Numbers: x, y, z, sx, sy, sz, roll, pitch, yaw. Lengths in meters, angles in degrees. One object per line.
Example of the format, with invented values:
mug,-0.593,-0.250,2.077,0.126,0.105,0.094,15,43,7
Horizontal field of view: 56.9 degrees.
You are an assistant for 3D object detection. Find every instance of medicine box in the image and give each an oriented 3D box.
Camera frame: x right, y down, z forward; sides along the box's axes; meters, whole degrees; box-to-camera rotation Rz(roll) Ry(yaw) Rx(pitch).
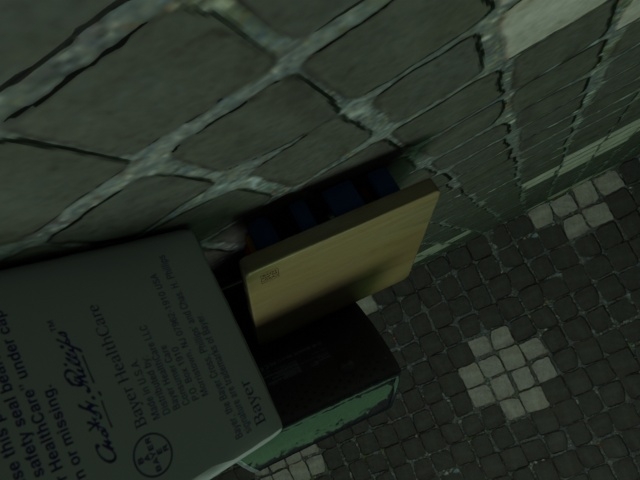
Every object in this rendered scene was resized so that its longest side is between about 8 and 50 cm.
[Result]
medicine box,-0.222,0.135,0.359,0.289,0.149,0.263,-16,166,-47

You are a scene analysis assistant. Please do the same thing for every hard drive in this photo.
hard drive,-0.040,0.108,0.584,0.172,0.054,0.255,-23,-153,-11

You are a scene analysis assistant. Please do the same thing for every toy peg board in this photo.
toy peg board,0.000,0.000,0.510,0.161,0.079,0.161,-24,155,-13
